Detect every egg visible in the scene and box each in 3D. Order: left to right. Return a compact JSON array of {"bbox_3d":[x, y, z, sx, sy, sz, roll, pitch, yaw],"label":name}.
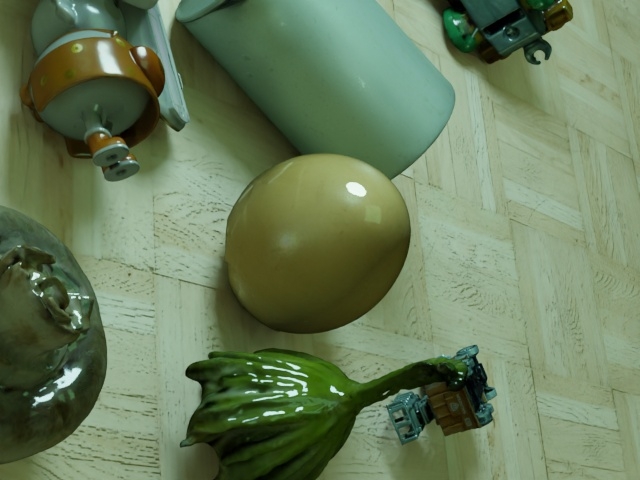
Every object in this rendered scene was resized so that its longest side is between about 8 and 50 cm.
[{"bbox_3d":[0.000,0.000,1.333,0.201,0.244,0.201,13,67,-32],"label":"egg"}]

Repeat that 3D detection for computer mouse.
[{"bbox_3d":[-0.195,-0.216,1.318,0.102,0.045,0.199,30,43,-82],"label":"computer mouse"}]

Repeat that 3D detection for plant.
[{"bbox_3d":[0.026,0.191,1.206,0.251,0.333,0.180,-19,103,-65],"label":"plant"}]

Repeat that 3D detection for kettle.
[{"bbox_3d":[0.001,-0.250,1.478,0.318,0.205,0.265,43,47,-25],"label":"kettle"}]

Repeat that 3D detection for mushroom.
[{"bbox_3d":[-0.274,0.078,1.002,0.226,0.178,0.226,27,57,-52],"label":"mushroom"}]

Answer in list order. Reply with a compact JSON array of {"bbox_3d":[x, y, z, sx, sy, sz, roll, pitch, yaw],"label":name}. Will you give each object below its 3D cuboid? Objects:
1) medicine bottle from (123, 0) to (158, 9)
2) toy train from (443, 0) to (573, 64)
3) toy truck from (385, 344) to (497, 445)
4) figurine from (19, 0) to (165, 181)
[{"bbox_3d":[-0.272,-0.391,1.214,0.324,0.124,0.179,31,58,-14],"label":"medicine bottle"},{"bbox_3d":[0.256,-0.474,1.923,0.429,0.178,0.249,49,32,-24],"label":"toy train"},{"bbox_3d":[0.161,0.201,1.530,0.080,0.115,0.178,67,15,-1],"label":"toy truck"},{"bbox_3d":[-0.248,-0.180,1.214,0.143,0.143,0.271,-1,46,-51],"label":"figurine"}]
